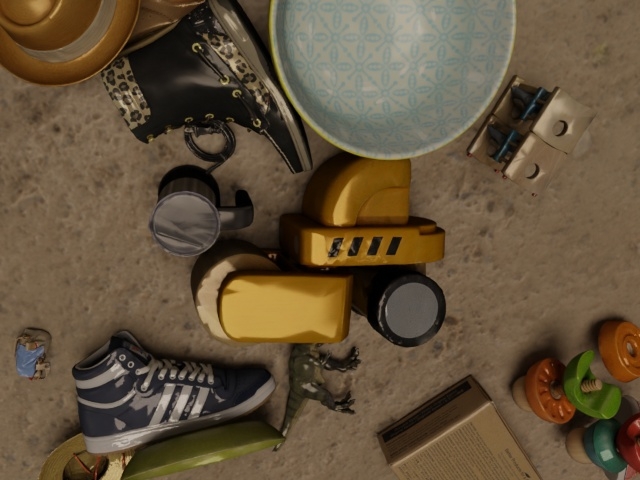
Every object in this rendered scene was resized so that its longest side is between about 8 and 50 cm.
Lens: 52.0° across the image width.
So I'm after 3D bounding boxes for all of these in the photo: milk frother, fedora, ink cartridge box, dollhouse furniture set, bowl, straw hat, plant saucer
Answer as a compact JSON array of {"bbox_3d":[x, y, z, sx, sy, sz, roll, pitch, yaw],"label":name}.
[{"bbox_3d":[-0.158,-0.074,0.830,0.129,0.134,0.143,-18,112,-3],"label":"milk frother"},{"bbox_3d":[-0.289,-0.265,0.697,0.194,0.079,0.194,0,87,3],"label":"fedora"},{"bbox_3d":[0.237,0.371,1.087,0.193,0.088,0.234,-33,111,2],"label":"ink cartridge box"},{"bbox_3d":[0.225,-0.167,0.861,0.184,0.129,0.129,26,104,-18],"label":"dollhouse furniture set"},{"bbox_3d":[0.066,-0.252,0.783,0.290,0.156,0.289,-5,109,-14],"label":"bowl"},{"bbox_3d":[-0.357,0.338,0.990,0.145,0.061,0.144,-9,106,-33],"label":"straw hat"},{"bbox_3d":[-0.170,0.302,0.951,0.241,0.241,0.037,-13,72,-4],"label":"plant saucer"}]

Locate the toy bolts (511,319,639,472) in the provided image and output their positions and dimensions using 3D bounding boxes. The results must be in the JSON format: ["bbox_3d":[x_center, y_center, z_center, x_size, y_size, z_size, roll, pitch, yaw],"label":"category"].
[{"bbox_3d":[0.444,0.262,1.074,0.218,0.158,0.228,-36,94,-37],"label":"toy bolts"}]

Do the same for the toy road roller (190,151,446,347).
[{"bbox_3d":[0.000,0.000,0.857,0.330,0.202,0.240,-1,98,-15],"label":"toy road roller"}]

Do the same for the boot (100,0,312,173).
[{"bbox_3d":[-0.127,-0.154,0.785,0.179,0.085,0.236,-25,122,8],"label":"boot"}]

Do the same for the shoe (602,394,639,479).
[{"bbox_3d":[0.549,0.341,1.144,0.081,0.063,0.178,-7,114,-11],"label":"shoe"}]

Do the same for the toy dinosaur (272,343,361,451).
[{"bbox_3d":[-0.002,0.218,1.006,0.118,0.064,0.268,2,121,-15],"label":"toy dinosaur"}]

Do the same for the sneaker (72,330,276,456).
[{"bbox_3d":[-0.211,0.195,0.943,0.282,0.099,0.153,-15,101,-13],"label":"sneaker"}]

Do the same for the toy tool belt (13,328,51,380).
[{"bbox_3d":[-0.408,0.170,0.925,0.052,0.051,0.083,6,109,-11],"label":"toy tool belt"}]

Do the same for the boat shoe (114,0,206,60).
[{"bbox_3d":[-0.242,-0.267,0.768,0.285,0.089,0.104,-23,112,0],"label":"boat shoe"}]
